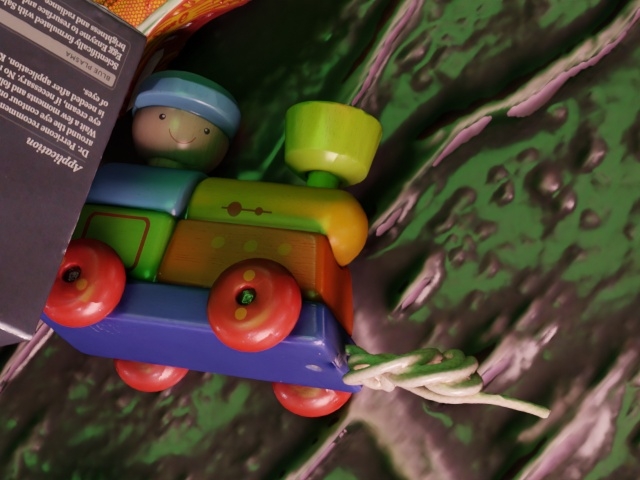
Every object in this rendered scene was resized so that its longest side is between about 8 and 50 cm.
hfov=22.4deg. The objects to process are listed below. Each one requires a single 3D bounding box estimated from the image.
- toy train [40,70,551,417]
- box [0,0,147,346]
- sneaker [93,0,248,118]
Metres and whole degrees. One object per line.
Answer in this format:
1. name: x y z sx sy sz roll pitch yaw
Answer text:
1. toy train: 0.000 0.000 0.747 0.248 0.105 0.143 6 67 23
2. box: -0.177 -0.033 0.753 0.156 0.093 0.158 -14 52 54
3. sneaker: -0.077 -0.134 0.817 0.175 0.064 0.067 -37 71 10
